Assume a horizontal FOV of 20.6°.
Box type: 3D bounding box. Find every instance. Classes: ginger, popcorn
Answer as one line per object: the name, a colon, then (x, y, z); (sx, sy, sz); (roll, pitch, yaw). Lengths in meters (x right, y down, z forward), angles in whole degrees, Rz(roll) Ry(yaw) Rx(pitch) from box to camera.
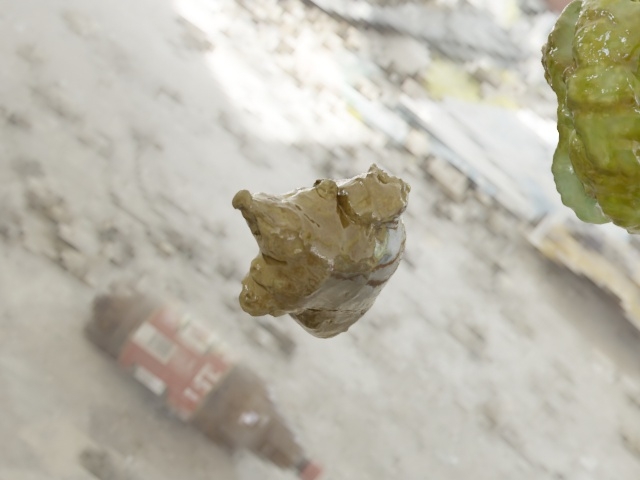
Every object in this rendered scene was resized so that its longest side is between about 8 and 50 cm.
ginger: (0.000, 0.000, 1.879); (0.123, 0.219, 0.270); (46, 3, 22)
popcorn: (0.273, -0.113, 1.457); (0.204, 0.184, 0.221); (24, 61, -65)
